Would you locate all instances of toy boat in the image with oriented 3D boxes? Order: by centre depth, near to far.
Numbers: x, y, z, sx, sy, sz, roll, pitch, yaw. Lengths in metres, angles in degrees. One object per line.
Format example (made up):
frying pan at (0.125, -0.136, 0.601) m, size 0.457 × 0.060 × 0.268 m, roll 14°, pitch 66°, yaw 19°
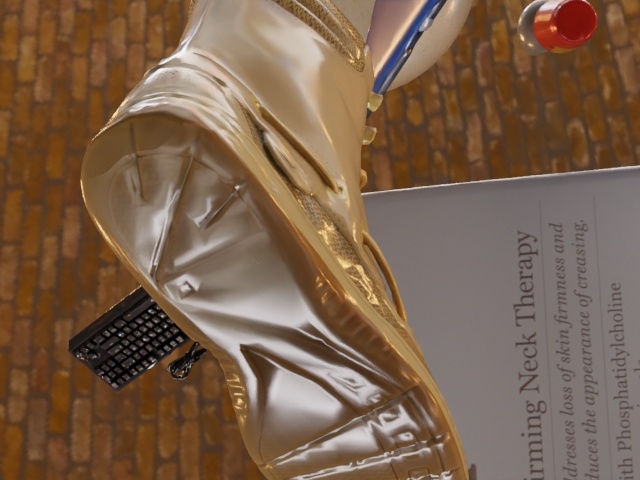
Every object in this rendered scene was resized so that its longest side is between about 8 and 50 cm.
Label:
toy boat at (0.125, -0.258, 1.205) m, size 0.318 × 0.148 × 0.267 m, roll 18°, pitch -84°, yaw -5°

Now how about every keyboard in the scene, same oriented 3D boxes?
keyboard at (-0.157, 0.095, 1.159) m, size 0.180 × 0.108 × 0.023 m, roll -35°, pitch -153°, yaw 29°

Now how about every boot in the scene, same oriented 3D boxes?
boot at (0.000, 0.000, 0.571) m, size 0.095 × 0.262 × 0.203 m, roll -23°, pitch -151°, yaw 23°

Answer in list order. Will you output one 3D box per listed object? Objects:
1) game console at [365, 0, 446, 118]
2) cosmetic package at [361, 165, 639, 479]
game console at (0.155, -0.236, 0.872) m, size 0.250 × 0.173 × 0.293 m, roll 2°, pitch -131°, yaw 12°
cosmetic package at (0.219, 0.126, 1.210) m, size 0.394 × 0.327 × 0.329 m, roll -5°, pitch -101°, yaw 20°
